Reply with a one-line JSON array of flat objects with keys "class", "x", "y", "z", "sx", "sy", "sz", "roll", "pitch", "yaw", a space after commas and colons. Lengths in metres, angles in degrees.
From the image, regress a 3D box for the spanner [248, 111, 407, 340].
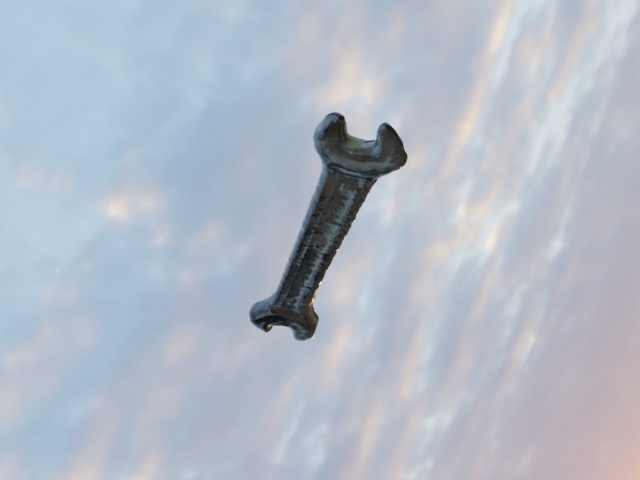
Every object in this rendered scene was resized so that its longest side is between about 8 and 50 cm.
[{"class": "spanner", "x": 0.000, "y": 0.000, "z": 0.885, "sx": 0.302, "sy": 0.071, "sz": 0.017, "roll": 112, "pitch": 176, "yaw": -53}]
